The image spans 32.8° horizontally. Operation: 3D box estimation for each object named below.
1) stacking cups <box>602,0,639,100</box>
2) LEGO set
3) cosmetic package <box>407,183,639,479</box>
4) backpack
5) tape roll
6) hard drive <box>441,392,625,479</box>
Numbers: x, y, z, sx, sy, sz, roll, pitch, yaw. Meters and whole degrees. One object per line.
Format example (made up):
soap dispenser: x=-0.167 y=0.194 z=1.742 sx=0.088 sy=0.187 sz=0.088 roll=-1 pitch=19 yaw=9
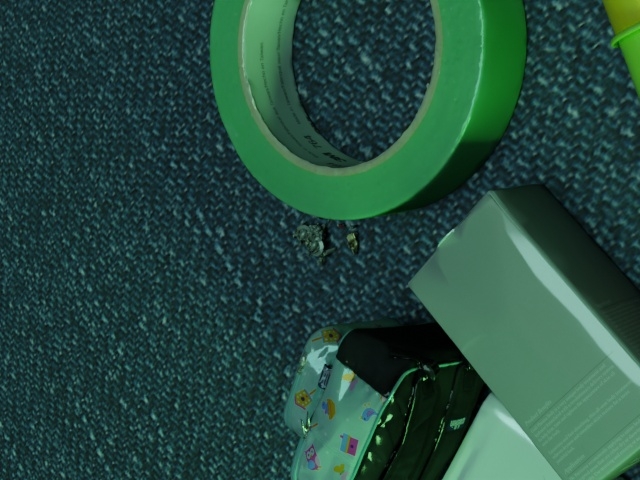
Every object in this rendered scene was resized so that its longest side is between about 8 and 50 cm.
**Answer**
stacking cups: x=0.299 y=-0.081 z=0.819 sx=0.096 sy=0.096 sz=0.316 roll=-24 pitch=84 yaw=39
LEGO set: x=0.001 y=-0.003 z=1.110 sx=0.083 sy=0.023 sz=0.054 roll=-21 pitch=83 yaw=39
cosmetic package: x=0.200 y=0.078 z=0.912 sx=0.127 sy=0.107 sz=0.238 roll=-49 pitch=63 yaw=33
backpack: x=0.051 y=0.167 z=1.001 sx=0.144 sy=0.166 sz=0.188 roll=26 pitch=108 yaw=36
tape roll: x=0.034 y=-0.181 z=1.025 sx=0.321 sy=0.077 sz=0.321 roll=6 pitch=100 yaw=38
hard drive: x=0.231 y=0.302 z=0.955 sx=0.307 sy=0.040 sz=0.203 roll=38 pitch=118 yaw=29
